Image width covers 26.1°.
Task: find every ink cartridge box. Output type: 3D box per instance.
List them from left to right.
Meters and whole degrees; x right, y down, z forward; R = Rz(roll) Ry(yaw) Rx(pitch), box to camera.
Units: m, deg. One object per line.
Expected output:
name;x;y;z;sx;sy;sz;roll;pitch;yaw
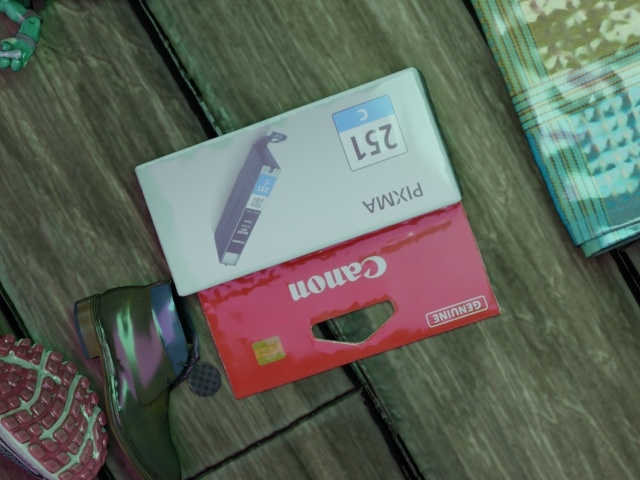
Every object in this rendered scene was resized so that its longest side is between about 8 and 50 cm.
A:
ink cartridge box;0.000;0.000;1.362;0.296;0.066;0.261;-19;93;9

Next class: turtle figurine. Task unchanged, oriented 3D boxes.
turtle figurine;-0.286;-0.265;1.339;0.234;0.118;0.175;-16;110;-6

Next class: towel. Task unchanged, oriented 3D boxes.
towel;0.291;-0.199;1.269;0.271;0.040;0.370;-24;84;16

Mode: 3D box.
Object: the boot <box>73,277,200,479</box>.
boot;-0.162;0.145;1.393;0.106;0.082;0.219;-22;92;12

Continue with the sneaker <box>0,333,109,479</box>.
sneaker;-0.345;0.147;1.411;0.299;0.121;0.112;41;129;0
